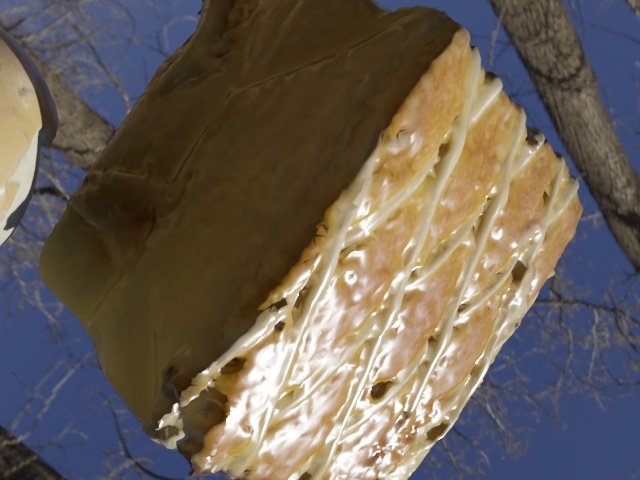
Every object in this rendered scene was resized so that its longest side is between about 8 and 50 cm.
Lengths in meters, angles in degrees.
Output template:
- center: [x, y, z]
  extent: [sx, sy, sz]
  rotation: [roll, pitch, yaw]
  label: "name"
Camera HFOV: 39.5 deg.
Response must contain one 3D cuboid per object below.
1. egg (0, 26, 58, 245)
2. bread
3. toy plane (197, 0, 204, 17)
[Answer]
- center: [-0.288, -0.068, 0.557]
  extent: [0.201, 0.244, 0.201]
  rotation: [-6, -102, 30]
  label: "egg"
- center: [0.000, 0.000, 0.792]
  extent: [0.279, 0.371, 0.390]
  rotation: [30, -91, 40]
  label: "bread"
- center: [-0.080, -0.291, 1.093]
  extent: [0.197, 0.078, 0.054]
  rotation: [-7, -120, 31]
  label: "toy plane"
